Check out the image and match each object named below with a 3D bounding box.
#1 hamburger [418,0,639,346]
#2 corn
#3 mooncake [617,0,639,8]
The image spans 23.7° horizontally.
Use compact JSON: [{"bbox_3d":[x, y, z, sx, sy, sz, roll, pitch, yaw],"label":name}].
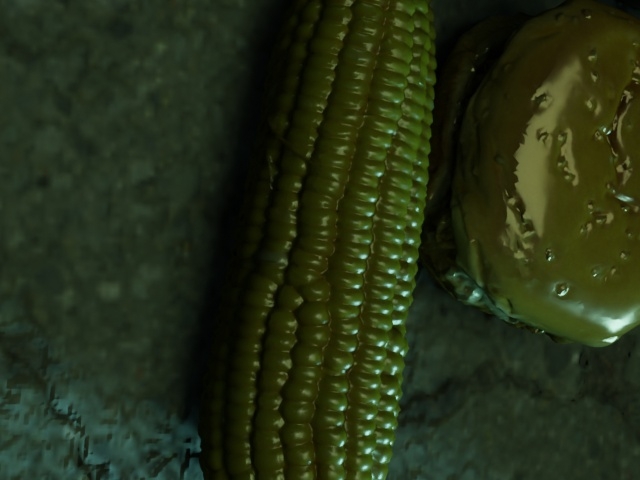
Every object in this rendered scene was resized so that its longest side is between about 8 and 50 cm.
[{"bbox_3d":[0.111,-0.030,0.671,0.138,0.083,0.147,24,82,-35],"label":"hamburger"},{"bbox_3d":[0.000,0.000,0.606,0.080,0.080,0.231,10,84,-32],"label":"corn"},{"bbox_3d":[0.249,-0.195,0.570,0.394,0.393,0.246,18,81,-54],"label":"mooncake"}]
